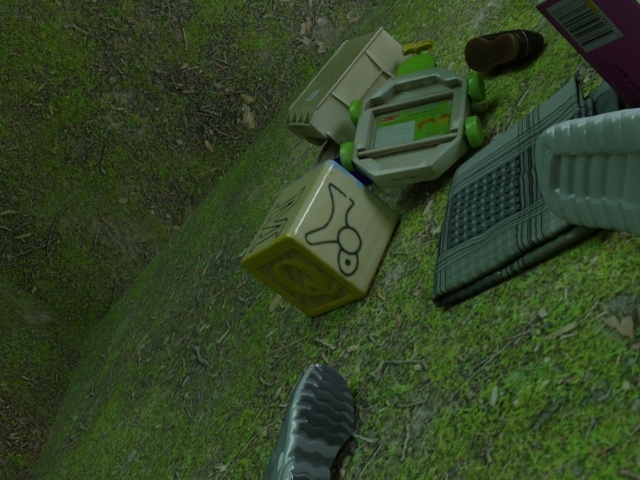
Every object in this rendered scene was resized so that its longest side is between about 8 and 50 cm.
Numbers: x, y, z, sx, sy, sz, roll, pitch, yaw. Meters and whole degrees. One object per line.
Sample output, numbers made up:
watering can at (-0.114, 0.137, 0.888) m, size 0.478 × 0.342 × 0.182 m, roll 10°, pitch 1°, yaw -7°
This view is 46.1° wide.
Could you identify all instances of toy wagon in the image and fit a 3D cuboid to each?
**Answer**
toy wagon at (0.184, -0.252, 1.454) m, size 0.267 × 0.068 × 0.344 m, roll -8°, pitch 50°, yaw 26°

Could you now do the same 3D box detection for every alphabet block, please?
alphabet block at (0.000, 0.000, 1.422) m, size 0.193 × 0.192 × 0.197 m, roll -30°, pitch 26°, yaw 53°

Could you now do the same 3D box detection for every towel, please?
towel at (0.291, -0.080, 1.083) m, size 0.324 × 0.056 × 0.312 m, roll -34°, pitch 24°, yaw 41°

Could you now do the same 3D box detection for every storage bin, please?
storage bin at (0.061, -0.326, 1.673) m, size 0.260 × 0.123 × 0.262 m, roll -52°, pitch 18°, yaw -3°

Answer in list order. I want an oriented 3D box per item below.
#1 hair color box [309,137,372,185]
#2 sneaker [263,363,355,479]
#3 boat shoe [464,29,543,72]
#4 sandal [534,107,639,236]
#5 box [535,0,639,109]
hair color box at (0.127, -0.232, 1.698) m, size 0.339 × 0.110 × 0.185 m, roll -21°, pitch 36°, yaw 60°
sneaker at (-0.036, 0.298, 1.063) m, size 0.115 × 0.105 × 0.281 m, roll -35°, pitch 25°, yaw 42°
boat shoe at (0.360, -0.376, 1.486) m, size 0.073 × 0.073 × 0.207 m, roll -16°, pitch 15°, yaw -15°
sandal at (0.368, -0.071, 0.742) m, size 0.102 × 0.169 × 0.416 m, roll -20°, pitch 21°, yaw -17°
box at (0.429, -0.334, 0.978) m, size 0.243 × 0.214 × 0.117 m, roll -59°, pitch 20°, yaw -22°
